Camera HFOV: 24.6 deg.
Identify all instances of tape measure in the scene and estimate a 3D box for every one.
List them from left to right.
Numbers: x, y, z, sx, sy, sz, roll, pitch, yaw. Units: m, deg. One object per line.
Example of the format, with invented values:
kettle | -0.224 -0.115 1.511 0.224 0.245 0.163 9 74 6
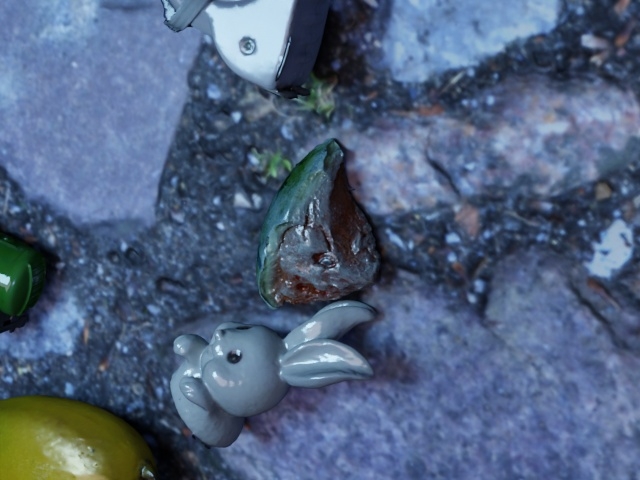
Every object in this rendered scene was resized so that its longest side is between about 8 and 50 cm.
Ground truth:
tape measure | -0.070 -0.281 1.426 0.197 0.120 0.236 23 106 19

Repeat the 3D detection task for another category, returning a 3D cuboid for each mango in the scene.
mango | -0.307 0.261 1.663 0.317 0.119 0.176 7 108 31

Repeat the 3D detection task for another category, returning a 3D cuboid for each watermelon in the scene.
watermelon | 0.000 0.000 1.492 0.139 0.071 0.187 28 111 10

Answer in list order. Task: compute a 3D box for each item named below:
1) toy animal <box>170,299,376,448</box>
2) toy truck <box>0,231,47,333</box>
toy animal | -0.056 0.120 1.516 0.221 0.104 0.131 -34 117 25
toy truck | -0.429 0.026 1.662 0.242 0.101 0.125 22 106 14
